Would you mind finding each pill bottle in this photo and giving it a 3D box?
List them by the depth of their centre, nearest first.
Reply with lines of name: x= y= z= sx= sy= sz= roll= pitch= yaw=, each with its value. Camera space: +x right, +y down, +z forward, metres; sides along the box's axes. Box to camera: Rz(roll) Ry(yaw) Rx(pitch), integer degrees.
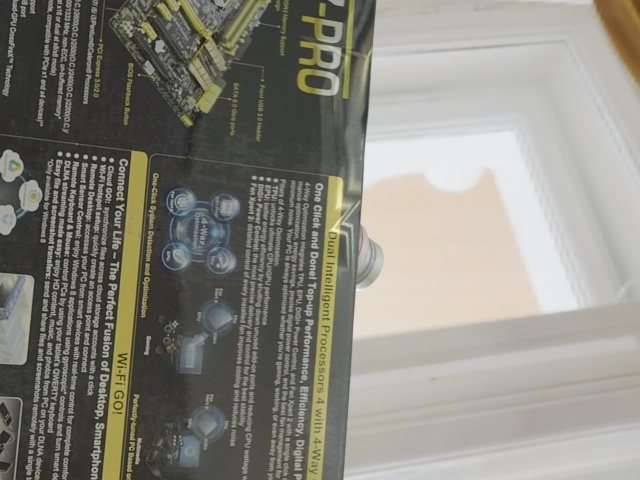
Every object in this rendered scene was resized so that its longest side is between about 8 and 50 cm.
pill bottle: x=0.000 y=0.000 z=1.260 sx=0.087 sy=0.160 sz=0.087 roll=-24 pitch=-129 yaw=34

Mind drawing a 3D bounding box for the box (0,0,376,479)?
box: x=-0.139 y=-0.007 z=0.533 sx=0.097 sy=0.318 sz=0.394 roll=169 pitch=-75 yaw=-73
